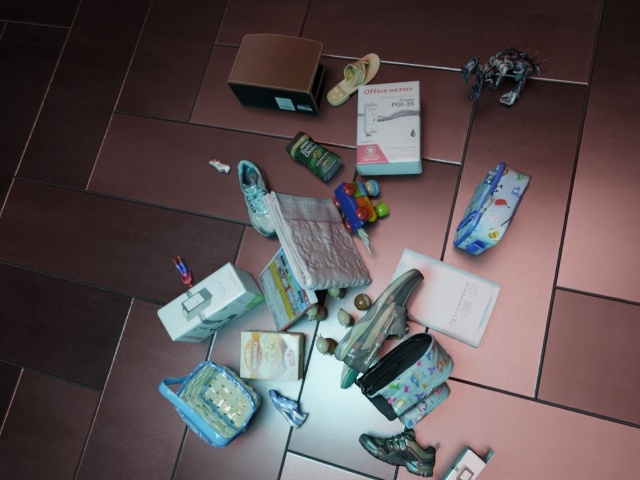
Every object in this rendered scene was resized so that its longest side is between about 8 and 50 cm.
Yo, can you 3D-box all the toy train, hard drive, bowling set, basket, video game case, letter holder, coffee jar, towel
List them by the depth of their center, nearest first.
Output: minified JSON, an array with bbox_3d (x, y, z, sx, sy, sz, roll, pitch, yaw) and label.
[{"bbox_3d":[-0.311,0.483,1.564,0.255,0.289,0.201,38,89,19],"label":"basket"},{"bbox_3d":[0.000,0.000,1.608,0.053,0.332,0.316,-35,69,31],"label":"towel"},{"bbox_3d":[0.364,0.170,1.625,0.308,0.040,0.202,22,82,17],"label":"hard drive"},{"bbox_3d":[0.045,0.192,1.631,0.200,0.154,0.286,-26,72,5],"label":"bowling set"},{"bbox_3d":[-0.107,0.146,1.633,0.025,0.285,0.203,-12,70,-30],"label":"video game case"},{"bbox_3d":[0.157,-0.078,1.701,0.144,0.105,0.247,-19,75,-28],"label":"toy train"},{"bbox_3d":[-0.026,-0.288,1.808,0.184,0.079,0.096,37,86,19],"label":"coffee jar"},{"bbox_3d":[-0.137,-0.587,1.873,0.302,0.152,0.214,11,77,15],"label":"letter holder"}]

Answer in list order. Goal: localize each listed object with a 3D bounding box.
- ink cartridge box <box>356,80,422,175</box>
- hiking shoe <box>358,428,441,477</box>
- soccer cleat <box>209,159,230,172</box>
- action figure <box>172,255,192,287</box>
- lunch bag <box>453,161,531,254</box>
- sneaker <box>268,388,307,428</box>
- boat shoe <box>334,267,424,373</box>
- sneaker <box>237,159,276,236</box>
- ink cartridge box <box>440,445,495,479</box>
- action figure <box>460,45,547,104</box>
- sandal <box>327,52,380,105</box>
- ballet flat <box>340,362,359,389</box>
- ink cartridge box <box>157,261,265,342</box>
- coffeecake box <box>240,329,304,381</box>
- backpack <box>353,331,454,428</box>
[{"bbox_3d":[0.225,-0.365,1.751,0.208,0.117,0.282,-1,76,12],"label":"ink cartridge box"},{"bbox_3d":[0.225,0.590,1.539,0.227,0.086,0.114,20,68,11],"label":"hiking shoe"},{"bbox_3d":[-0.361,-0.263,1.903,0.083,0.029,0.035,16,76,11],"label":"soccer cleat"},{"bbox_3d":[-0.466,0.110,1.831,0.038,0.030,0.115,-31,76,9],"label":"action figure"},{"bbox_3d":[0.477,-0.078,1.526,0.115,0.303,0.243,28,83,9],"label":"lunch bag"},{"bbox_3d":[-0.100,0.505,1.639,0.059,0.053,0.144,-44,80,0],"label":"sneaker"},{"bbox_3d":[0.192,0.237,1.554,0.130,0.132,0.355,41,79,9],"label":"boat shoe"},{"bbox_3d":[-0.218,-0.144,1.791,0.110,0.122,0.282,-25,72,6],"label":"sneaker"},{"bbox_3d":[0.397,0.630,1.469,0.060,0.104,0.180,38,86,19],"label":"ink cartridge box"},{"bbox_3d":[0.581,-0.531,1.710,0.276,0.140,0.164,-16,62,-19],"label":"action figure"},{"bbox_3d":[0.115,-0.571,1.848,0.240,0.079,0.088,-45,72,-1],"label":"sandal"},{"bbox_3d":[0.101,0.374,1.634,0.052,0.057,0.168,25,78,45],"label":"ballet flat"},{"bbox_3d":[-0.339,0.203,1.690,0.273,0.198,0.114,-34,73,3],"label":"ink cartridge box"},{"bbox_3d":[-0.149,0.354,1.657,0.186,0.068,0.142,0,87,13],"label":"coffeecake box"},{"bbox_3d":[0.253,0.383,1.505,0.191,0.225,0.253,45,84,-3],"label":"backpack"}]
